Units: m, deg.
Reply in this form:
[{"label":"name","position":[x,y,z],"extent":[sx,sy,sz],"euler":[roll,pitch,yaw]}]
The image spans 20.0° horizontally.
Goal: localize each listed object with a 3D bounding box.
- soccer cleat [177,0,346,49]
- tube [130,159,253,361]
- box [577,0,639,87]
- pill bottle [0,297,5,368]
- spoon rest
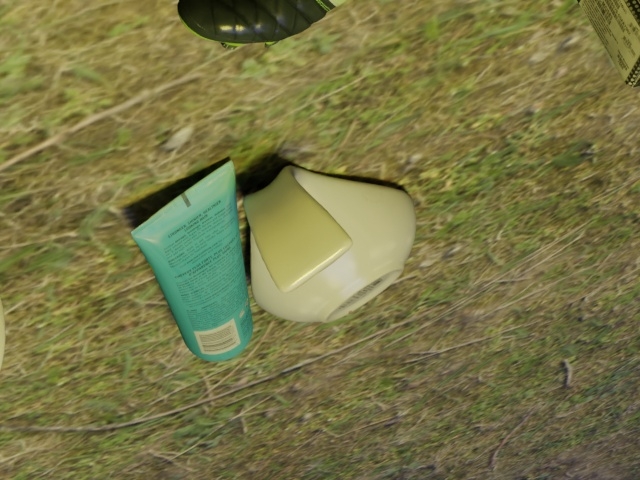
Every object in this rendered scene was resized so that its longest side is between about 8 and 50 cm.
[{"label":"soccer cleat","position":[0.005,-0.152,0.947],"extent":[0.179,0.060,0.072],"euler":[-22,149,-29]},{"label":"tube","position":[-0.081,0.020,1.237],"extent":[0.080,0.052,0.207],"euler":[-41,158,-16]},{"label":"box","position":[0.190,-0.182,0.896],"extent":[0.184,0.191,0.045],"euler":[-18,158,-18]},{"label":"pill bottle","position":[-0.282,0.053,1.008],"extent":[0.193,0.108,0.108],"euler":[1,145,-48]},{"label":"spoon rest","position":[0.000,0.000,1.259],"extent":[0.137,0.084,0.276],"euler":[-35,170,3]}]
